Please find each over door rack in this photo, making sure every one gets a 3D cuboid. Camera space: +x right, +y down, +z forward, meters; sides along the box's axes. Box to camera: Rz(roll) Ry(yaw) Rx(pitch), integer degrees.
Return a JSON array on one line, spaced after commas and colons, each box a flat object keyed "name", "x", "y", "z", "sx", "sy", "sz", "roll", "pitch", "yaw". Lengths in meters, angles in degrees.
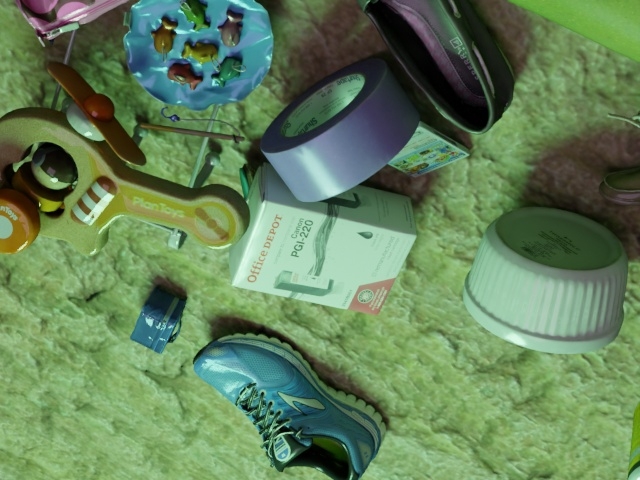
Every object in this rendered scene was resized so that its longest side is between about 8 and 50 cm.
[{"name": "over door rack", "x": -0.247, "y": -0.174, "z": 1.580, "sx": 0.239, "sy": 0.108, "sz": 0.324, "roll": 20, "pitch": 116, "yaw": 3}]

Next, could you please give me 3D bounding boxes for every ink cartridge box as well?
[{"name": "ink cartridge box", "x": 0.000, "y": 0.000, "z": 1.579, "sx": 0.217, "sy": 0.092, "sz": 0.159, "roll": 13, "pitch": 127, "yaw": -13}]

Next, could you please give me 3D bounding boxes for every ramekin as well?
[{"name": "ramekin", "x": 0.293, "y": 0.042, "z": 1.490, "sx": 0.207, "sy": 0.207, "sz": 0.109, "roll": 13, "pitch": 120, "yaw": 9}]

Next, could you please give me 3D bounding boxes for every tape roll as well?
[{"name": "tape roll", "x": 0.024, "y": -0.138, "z": 1.447, "sx": 0.189, "sy": 0.189, "sz": 0.080, "roll": -22, "pitch": 117, "yaw": 31}]

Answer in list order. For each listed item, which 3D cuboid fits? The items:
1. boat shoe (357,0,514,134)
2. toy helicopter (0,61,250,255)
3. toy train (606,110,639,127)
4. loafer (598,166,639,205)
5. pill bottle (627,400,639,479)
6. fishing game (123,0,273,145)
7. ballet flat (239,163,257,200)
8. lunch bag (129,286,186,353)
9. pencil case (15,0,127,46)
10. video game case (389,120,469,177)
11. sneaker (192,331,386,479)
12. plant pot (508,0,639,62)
[{"name": "boat shoe", "x": 0.117, "y": -0.267, "z": 1.376, "sx": 0.112, "sy": 0.095, "sz": 0.335, "roll": -28, "pitch": 113, "yaw": 34}, {"name": "toy helicopter", "x": -0.258, "y": -0.082, "z": 1.486, "sx": 0.355, "sy": 0.140, "sz": 0.235, "roll": 15, "pitch": 115, "yaw": 5}, {"name": "toy train", "x": 0.473, "y": -0.161, "z": 1.340, "sx": 0.248, "sy": 0.105, "sz": 0.143, "roll": 20, "pitch": 120, "yaw": 3}, {"name": "loafer", "x": 0.419, "y": -0.079, "z": 1.447, "sx": 0.148, "sy": 0.056, "sz": 0.050, "roll": -5, "pitch": 124, "yaw": 10}, {"name": "pill bottle", "x": 0.483, "y": 0.276, "z": 1.593, "sx": 0.119, "sy": 0.208, "sz": 0.119, "roll": 10, "pitch": 129, "yaw": 12}, {"name": "fishing game", "x": -0.149, "y": -0.238, "z": 1.431, "sx": 0.189, "sy": 0.041, "sz": 0.264, "roll": 11, "pitch": 122, "yaw": -12}, {"name": "ballet flat", "x": -0.073, "y": -0.025, "z": 1.659, "sx": 0.067, "sy": 0.073, "sz": 0.206, "roll": -10, "pitch": 130, "yaw": -8}, {"name": "lunch bag", "x": -0.250, "y": 0.129, "z": 1.825, "sx": 0.065, "sy": 0.067, "sz": 0.098, "roll": 26, "pitch": 131, "yaw": -1}, {"name": "pencil case", "x": -0.267, "y": -0.320, "z": 1.427, "sx": 0.209, "sy": 0.098, "sz": 0.095, "roll": -25, "pitch": 146, "yaw": 9}, {"name": "video game case", "x": 0.124, "y": -0.115, "z": 1.499, "sx": 0.087, "sy": 0.011, "sz": 0.122, "roll": -22, "pitch": 154, "yaw": 31}, {"name": "sneaker", "x": -0.054, "y": 0.266, "z": 1.811, "sx": 0.330, "sy": 0.147, "sz": 0.130, "roll": 31, "pitch": 130, "yaw": -5}, {"name": "plant pot", "x": 0.283, "y": -0.319, "z": 1.196, "sx": 0.254, "sy": 0.276, "sz": 0.276, "roll": 29, "pitch": 131, "yaw": -19}]
